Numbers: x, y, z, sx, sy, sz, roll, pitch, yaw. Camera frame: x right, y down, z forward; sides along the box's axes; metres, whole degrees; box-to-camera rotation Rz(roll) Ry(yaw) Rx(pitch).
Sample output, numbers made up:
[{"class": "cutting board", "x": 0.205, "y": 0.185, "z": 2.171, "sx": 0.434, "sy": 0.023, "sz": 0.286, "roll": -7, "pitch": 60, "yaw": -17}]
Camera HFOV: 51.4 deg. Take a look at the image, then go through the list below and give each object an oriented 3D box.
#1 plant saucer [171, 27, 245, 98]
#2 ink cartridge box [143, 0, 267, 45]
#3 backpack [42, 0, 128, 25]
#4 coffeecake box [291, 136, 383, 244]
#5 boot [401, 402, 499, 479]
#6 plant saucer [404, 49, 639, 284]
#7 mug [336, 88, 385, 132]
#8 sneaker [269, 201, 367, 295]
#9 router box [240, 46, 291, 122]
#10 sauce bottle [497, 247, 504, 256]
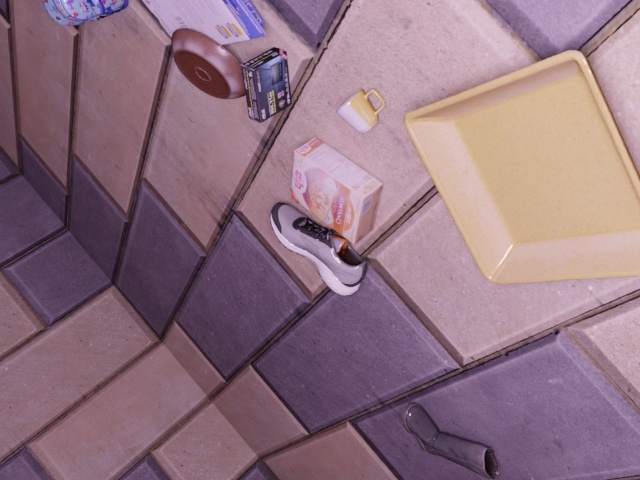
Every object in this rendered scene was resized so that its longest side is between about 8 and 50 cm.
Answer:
[{"class": "plant saucer", "x": -0.245, "y": -0.367, "z": 1.428, "sx": 0.199, "sy": 0.036, "sz": 0.198, "roll": 29, "pitch": 161, "yaw": 11}, {"class": "ink cartridge box", "x": -0.235, "y": -0.473, "z": 1.309, "sx": 0.311, "sy": 0.065, "sz": 0.185, "roll": 13, "pitch": 149, "yaw": 49}, {"class": "backpack", "x": -0.553, "y": -0.582, "z": 1.540, "sx": 0.117, "sy": 0.173, "sz": 0.158, "roll": 17, "pitch": 134, "yaw": 43}, {"class": "coffeecake box", "x": 0.030, "y": -0.103, "z": 1.378, "sx": 0.185, "sy": 0.068, "sz": 0.142, "roll": 38, "pitch": 147, "yaw": 23}, {"class": "boot", "x": 0.312, "y": 0.485, "z": 1.607, "sx": 0.209, "sy": 0.076, "sz": 0.189, "roll": 12, "pitch": 146, "yaw": 55}, {"class": "plant saucer", "x": 0.325, "y": -0.098, "z": 0.994, "sx": 0.333, "sy": 0.081, "sz": 0.332, "roll": -10, "pitch": 114, "yaw": 56}, {"class": "mug", "x": 0.075, "y": -0.231, "z": 1.202, "sx": 0.064, "sy": 0.062, "sz": 0.078, "roll": 49, "pitch": 156, "yaw": -11}, {"class": "sneaker", "x": 0.000, "y": 0.000, "z": 1.511, "sx": 0.271, "sy": 0.100, "sz": 0.108, "roll": 41, "pitch": 133, "yaw": 10}, {"class": "router box", "x": -0.105, "y": -0.308, "z": 1.320, "sx": 0.038, "sy": 0.092, "sz": 0.122, "roll": 29, "pitch": 142, "yaw": 32}, {"class": "sauce bottle", "x": 0.303, "y": 0.007, "z": 1.166, "sx": 0.128, "sy": 0.042, "sz": 0.042, "roll": 47, "pitch": 148, "yaw": 5}]
